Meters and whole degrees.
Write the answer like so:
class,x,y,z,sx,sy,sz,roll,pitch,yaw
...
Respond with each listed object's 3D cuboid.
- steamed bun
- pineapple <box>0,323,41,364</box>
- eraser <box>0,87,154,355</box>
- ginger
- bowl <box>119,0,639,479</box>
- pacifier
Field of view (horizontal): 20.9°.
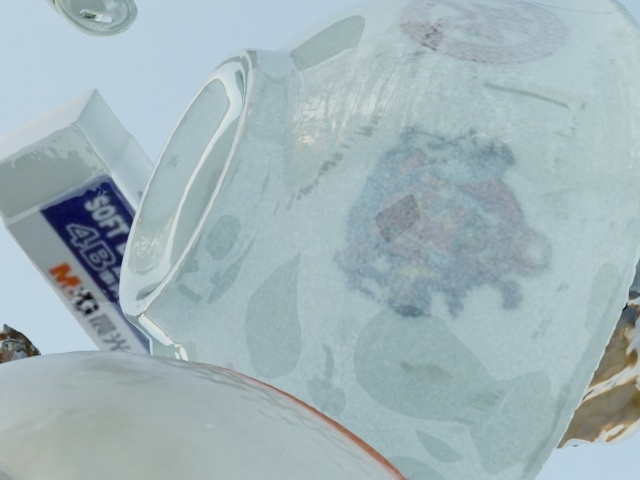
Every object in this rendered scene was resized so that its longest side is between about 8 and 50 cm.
class,x,y,z,sx,sy,sz,roll,pitch,yaw
steamed bun,-0.043,0.149,0.615,0.283,0.177,0.283,32,-31,22
pineapple,-0.379,0.187,1.378,0.361,0.175,0.175,-23,-61,-15
eraser,-0.174,0.010,1.532,0.124,0.081,0.279,-24,-65,24
ginger,0.181,0.076,1.564,0.269,0.200,0.223,7,-69,-36
bowl,0.000,0.000,1.073,0.196,0.435,0.435,24,-53,-18
pacifier,-0.152,-0.181,1.170,0.068,0.083,0.064,9,-29,-25
